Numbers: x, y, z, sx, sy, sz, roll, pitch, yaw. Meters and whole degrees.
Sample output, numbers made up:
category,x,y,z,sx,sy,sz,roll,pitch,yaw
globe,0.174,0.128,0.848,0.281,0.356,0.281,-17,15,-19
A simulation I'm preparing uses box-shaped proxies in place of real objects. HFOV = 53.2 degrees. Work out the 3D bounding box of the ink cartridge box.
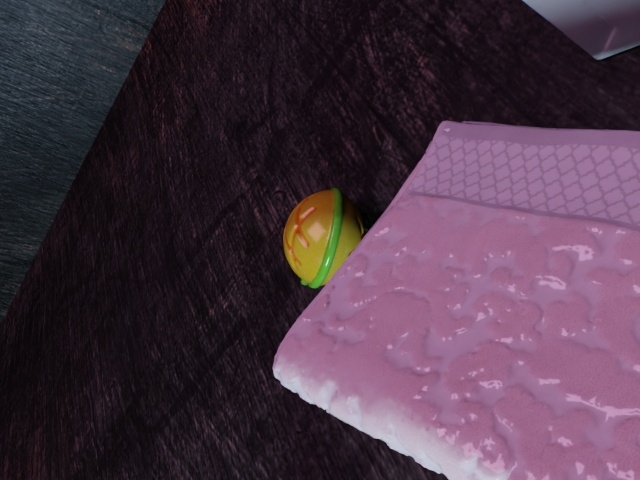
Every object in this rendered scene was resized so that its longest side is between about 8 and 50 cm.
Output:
category,x,y,z,sx,sy,sz,roll,pitch,yaw
ink cartridge box,0.252,-0.302,0.580,0.078,0.134,0.231,-14,64,51

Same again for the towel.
category,x,y,z,sx,sy,sz,roll,pitch,yaw
towel,0.152,0.033,0.497,0.331,0.053,0.317,16,64,47

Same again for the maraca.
category,x,y,z,sx,sy,sz,roll,pitch,yaw
maraca,0.000,0.000,0.815,0.185,0.099,0.127,144,141,-76
